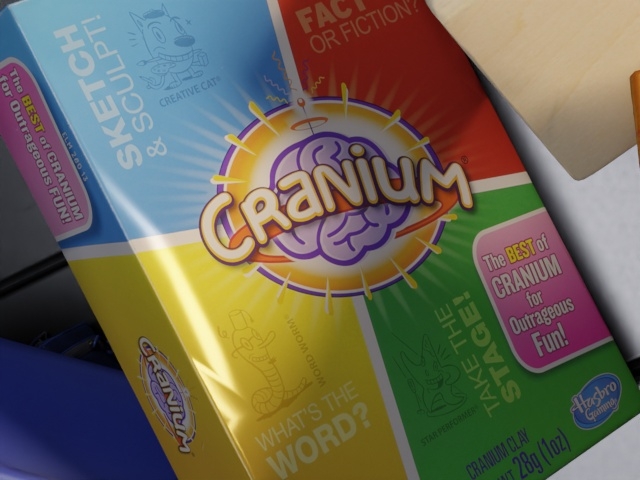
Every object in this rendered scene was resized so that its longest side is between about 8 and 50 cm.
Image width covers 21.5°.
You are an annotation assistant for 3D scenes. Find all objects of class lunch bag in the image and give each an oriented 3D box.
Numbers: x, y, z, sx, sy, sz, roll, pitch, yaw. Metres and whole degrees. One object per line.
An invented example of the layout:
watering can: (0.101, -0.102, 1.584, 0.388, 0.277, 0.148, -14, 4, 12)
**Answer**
lunch bag: (-0.154, 0.092, 0.976, 0.065, 0.067, 0.098, 44, 106, 6)

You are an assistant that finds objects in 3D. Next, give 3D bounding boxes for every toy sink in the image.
toy sink: (0.134, -0.160, 0.821, 0.153, 0.234, 0.131, -36, 117, 15)

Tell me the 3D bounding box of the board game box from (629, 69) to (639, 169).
board game box: (0.339, 0.133, 0.635, 0.356, 0.356, 0.356, -12, 126, 16)

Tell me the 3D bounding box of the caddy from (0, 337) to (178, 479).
caddy: (-0.162, 0.196, 0.881, 0.341, 0.179, 0.241, 15, 120, -6)

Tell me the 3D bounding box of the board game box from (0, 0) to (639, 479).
board game box: (0.000, 0.000, 0.840, 0.064, 0.242, 0.316, -28, 90, 53)
